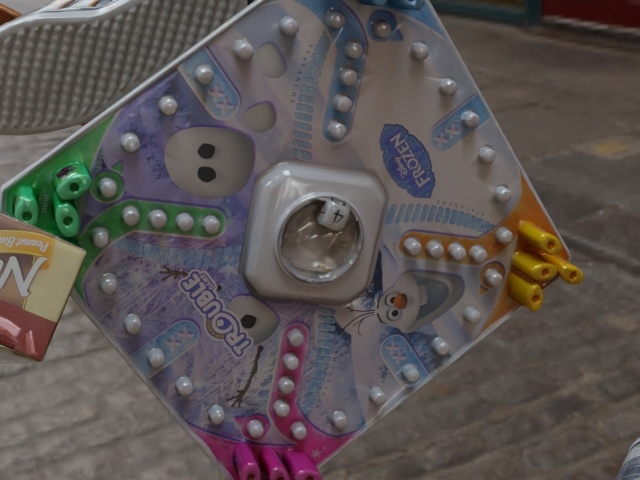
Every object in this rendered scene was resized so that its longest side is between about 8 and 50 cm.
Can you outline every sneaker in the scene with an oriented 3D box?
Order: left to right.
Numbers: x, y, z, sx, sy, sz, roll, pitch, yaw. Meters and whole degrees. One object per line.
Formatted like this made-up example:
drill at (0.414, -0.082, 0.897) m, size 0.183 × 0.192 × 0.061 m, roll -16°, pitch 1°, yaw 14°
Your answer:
sneaker at (-0.239, -0.211, 1.100) m, size 0.321 × 0.126 × 0.127 m, roll -23°, pitch 27°, yaw -10°

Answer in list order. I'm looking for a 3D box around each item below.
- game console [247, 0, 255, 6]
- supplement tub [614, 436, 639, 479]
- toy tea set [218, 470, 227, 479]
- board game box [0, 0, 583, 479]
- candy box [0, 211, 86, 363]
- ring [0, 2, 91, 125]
game console at (-0.032, -0.378, 1.396) m, size 0.250 × 0.173 × 0.293 m, roll -1°, pitch 42°, yaw -46°
supplement tub at (0.605, 0.451, 1.775) m, size 0.191 × 0.191 × 0.272 m, roll 10°, pitch 36°, yaw 32°
toy tea set at (-0.038, 0.196, 1.299) m, size 0.124 × 0.200 × 0.336 m, roll -6°, pitch 8°, yaw 12°
board game box at (0.000, 0.000, 0.882) m, size 0.390 × 0.390 × 0.050 m, roll -37°, pitch 25°, yaw -6°
candy box at (-0.312, 0.025, 0.777) m, size 0.183 × 0.088 × 0.316 m, roll 25°, pitch -18°, yaw -22°
ring at (-0.383, -0.235, 1.283) m, size 0.336 × 0.032 × 0.336 m, roll 20°, pitch -15°, yaw 6°
